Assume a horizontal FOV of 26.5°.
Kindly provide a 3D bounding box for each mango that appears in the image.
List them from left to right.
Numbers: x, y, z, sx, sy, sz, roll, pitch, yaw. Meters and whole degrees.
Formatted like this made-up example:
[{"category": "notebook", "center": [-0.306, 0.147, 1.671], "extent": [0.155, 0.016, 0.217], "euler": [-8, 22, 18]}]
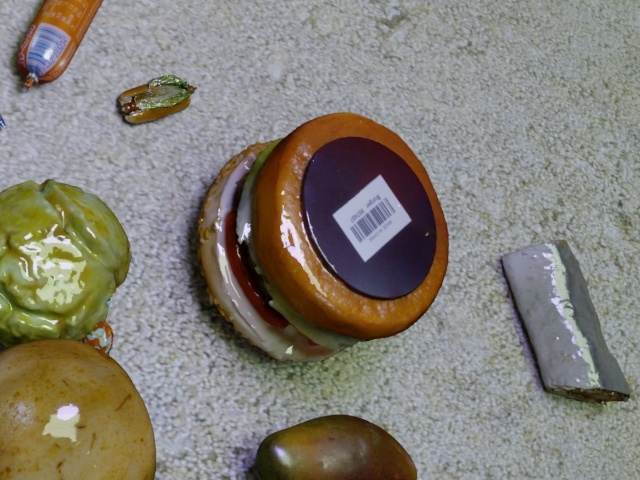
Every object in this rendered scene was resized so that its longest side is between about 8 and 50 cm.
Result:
[{"category": "mango", "center": [0.019, 0.307, 1.884], "extent": [0.267, 0.111, 0.133], "euler": [12, 83, -35]}]

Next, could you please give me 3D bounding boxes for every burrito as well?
[{"category": "burrito", "center": [0.409, 0.145, 2.247], "extent": [0.143, 0.105, 0.299], "euler": [-15, 82, -44]}]

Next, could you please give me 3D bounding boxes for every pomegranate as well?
[{"category": "pomegranate", "center": [-0.314, 0.246, 1.556], "extent": [0.264, 0.264, 0.264], "euler": [13, 67, -34]}]

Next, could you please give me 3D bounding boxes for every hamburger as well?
[{"category": "hamburger", "center": [0.000, 0.000, 1.888], "extent": [0.330, 0.250, 0.330], "euler": [17, 61, -33]}]

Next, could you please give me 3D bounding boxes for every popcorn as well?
[{"category": "popcorn", "center": [-0.340, 0.029, 1.666], "extent": [0.204, 0.183, 0.221], "euler": [48, 53, -7]}]

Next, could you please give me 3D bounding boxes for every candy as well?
[{"category": "candy", "center": [-0.281, 0.077, 1.784], "extent": [0.049, 0.055, 0.185], "euler": [33, 48, -34]}]

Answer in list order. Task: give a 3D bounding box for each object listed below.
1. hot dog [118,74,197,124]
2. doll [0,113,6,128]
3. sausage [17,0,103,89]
[{"category": "hot dog", "center": [-0.228, -0.201, 1.917], "extent": [0.133, 0.041, 0.056], "euler": [-21, 88, -40]}, {"category": "doll", "center": [-0.451, -0.189, 1.752], "extent": [0.125, 0.027, 0.037], "euler": [51, 44, -12]}, {"category": "sausage", "center": [-0.349, -0.296, 1.841], "extent": [0.071, 0.071, 0.234], "euler": [36, 56, -23]}]
